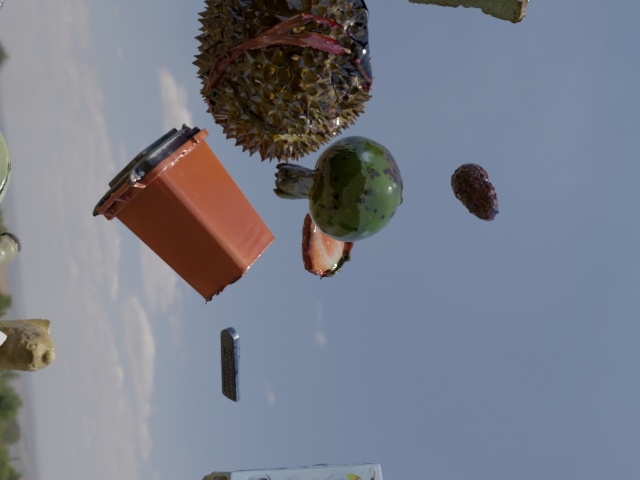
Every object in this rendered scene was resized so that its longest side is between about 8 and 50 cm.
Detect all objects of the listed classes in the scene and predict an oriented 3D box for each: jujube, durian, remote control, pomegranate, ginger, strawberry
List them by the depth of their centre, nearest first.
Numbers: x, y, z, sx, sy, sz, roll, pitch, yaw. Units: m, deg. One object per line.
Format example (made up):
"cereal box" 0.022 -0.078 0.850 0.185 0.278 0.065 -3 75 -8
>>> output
"durian" -0.059 -0.316 1.490 0.347 0.347 0.385 150 -44 -69
"pomegranate" 0.035 -0.098 1.653 0.202 0.247 0.202 -168 -90 -78
"remote control" -0.169 0.233 1.686 0.043 0.027 0.153 20 -61 32
"ginger" -0.688 0.246 1.996 0.122 0.193 0.115 18 -70 59
"strawberry" 0.000 0.000 2.036 0.082 0.146 0.187 16 -41 39
"jujube" 0.381 -0.123 2.183 0.166 0.104 0.104 -123 -148 -42

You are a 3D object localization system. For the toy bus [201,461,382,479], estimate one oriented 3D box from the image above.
"toy bus" -0.048 0.467 1.645 0.136 0.329 0.109 134 -46 -60

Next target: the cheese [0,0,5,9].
"cheese" -0.730 -0.608 2.083 0.235 0.127 0.050 -41 -101 34

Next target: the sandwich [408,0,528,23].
"sandwich" 0.325 -0.603 1.909 0.249 0.273 0.095 84 25 -55

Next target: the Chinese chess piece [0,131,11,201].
"Chinese chess piece" -0.958 -0.195 2.245 0.146 0.349 0.350 -27 -110 53

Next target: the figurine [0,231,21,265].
"figurine" -0.700 0.071 1.682 0.381 0.203 0.248 -73 142 -62

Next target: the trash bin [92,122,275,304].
"trash bin" -0.201 -0.033 1.352 0.161 0.184 0.239 -35 -82 38

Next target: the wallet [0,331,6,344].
"wallet" -0.677 0.184 1.797 0.011 0.083 0.044 -48 -170 34
